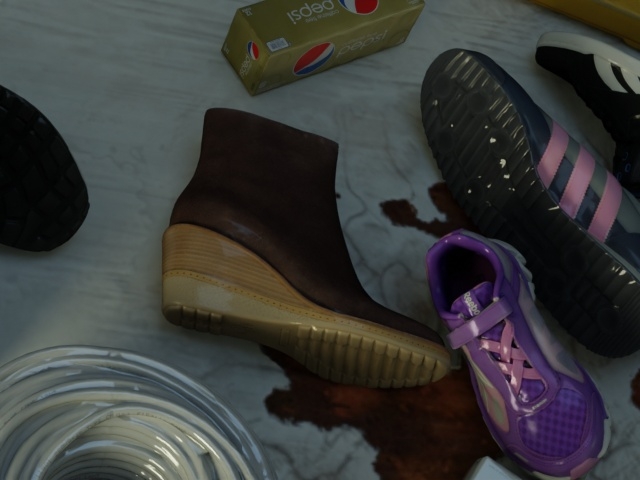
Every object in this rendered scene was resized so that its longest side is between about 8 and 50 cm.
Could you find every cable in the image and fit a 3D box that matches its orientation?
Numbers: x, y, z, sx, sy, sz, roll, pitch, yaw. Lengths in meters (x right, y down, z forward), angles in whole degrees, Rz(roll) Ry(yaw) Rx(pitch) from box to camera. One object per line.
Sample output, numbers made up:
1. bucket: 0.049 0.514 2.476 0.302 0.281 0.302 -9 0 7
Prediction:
1. cable: -0.149 0.199 1.076 0.257 0.089 0.257 0 58 -20

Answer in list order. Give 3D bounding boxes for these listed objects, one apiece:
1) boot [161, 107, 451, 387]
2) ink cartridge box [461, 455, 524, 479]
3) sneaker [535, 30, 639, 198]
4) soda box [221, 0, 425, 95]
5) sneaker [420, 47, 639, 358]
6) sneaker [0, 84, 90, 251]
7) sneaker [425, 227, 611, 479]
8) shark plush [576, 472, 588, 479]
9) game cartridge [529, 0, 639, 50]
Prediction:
1. boot: 0.000 0.000 1.256 0.248 0.090 0.207 17 57 -6
2. ink cartridge box: 0.138 0.278 1.175 0.145 0.045 0.179 34 72 2
3. sneaker: 0.277 -0.110 1.442 0.217 0.079 0.121 26 88 26
4. soda box: 0.004 -0.195 1.401 0.181 0.061 0.058 -22 69 -31
5. sneaker: 0.212 -0.040 1.370 0.131 0.112 0.319 -15 67 -47
6. sneaker: -0.295 -0.109 1.206 0.283 0.107 0.124 41 8 -18
7. sneaker: 0.146 0.083 1.227 0.095 0.104 0.236 -31 57 9
8. shark plush: 0.177 0.127 1.269 0.067 0.073 0.161 -30 76 -2
9. game cartridge: 0.315 -0.326 1.617 0.324 0.052 0.285 23 54 -9
